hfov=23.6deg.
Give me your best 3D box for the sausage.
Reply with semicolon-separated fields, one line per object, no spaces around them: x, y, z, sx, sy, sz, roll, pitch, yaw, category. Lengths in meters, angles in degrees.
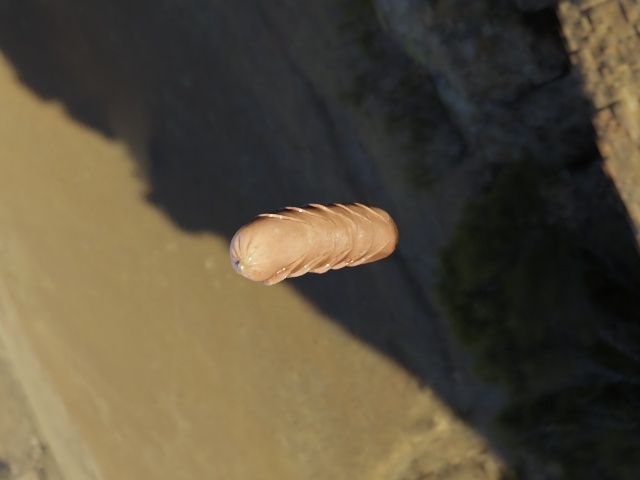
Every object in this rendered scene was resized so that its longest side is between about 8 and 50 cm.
-0.001;-0.002;1.865;0.088;0.088;0.433;64;-157;7;sausage
